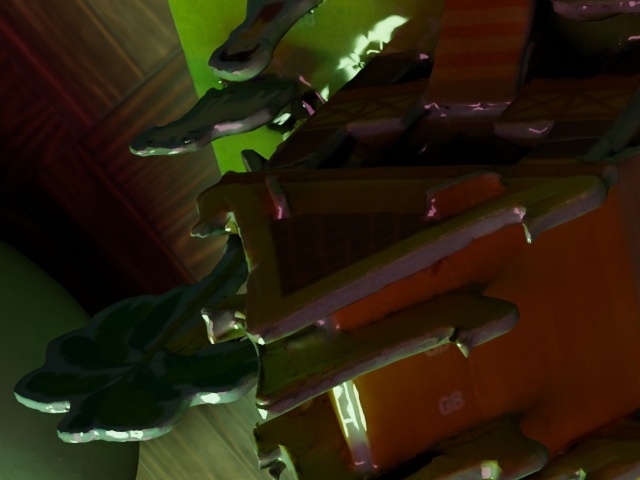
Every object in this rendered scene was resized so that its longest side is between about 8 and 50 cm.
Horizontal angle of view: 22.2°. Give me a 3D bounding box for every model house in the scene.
[{"bbox_3d":[0.000,0.000,0.793,0.357,0.313,0.243,3,118,32],"label":"model house"}]

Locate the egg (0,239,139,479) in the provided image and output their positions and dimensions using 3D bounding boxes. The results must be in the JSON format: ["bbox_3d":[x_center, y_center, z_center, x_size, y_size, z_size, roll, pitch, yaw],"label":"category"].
[{"bbox_3d":[-0.300,0.105,1.041,0.389,0.276,0.276,21,138,-25],"label":"egg"}]

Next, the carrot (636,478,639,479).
[{"bbox_3d":[0.225,0.185,0.929,0.307,0.100,0.258,2,123,39],"label":"carrot"}]
